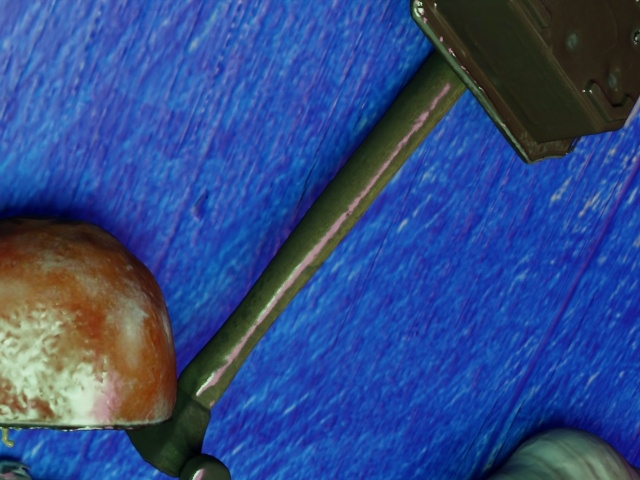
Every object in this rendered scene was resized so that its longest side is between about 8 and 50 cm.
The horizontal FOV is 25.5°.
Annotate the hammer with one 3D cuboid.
[{"bbox_3d":[0.000,0.000,1.128,0.440,0.168,0.044,-51,129,-4],"label":"hammer"}]

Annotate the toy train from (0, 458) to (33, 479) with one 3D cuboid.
[{"bbox_3d":[-0.327,0.297,1.121,0.299,0.131,0.202,-7,120,-22],"label":"toy train"}]

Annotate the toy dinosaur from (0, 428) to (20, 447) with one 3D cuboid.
[{"bbox_3d":[-0.255,0.146,1.137,0.113,0.026,0.041,-43,120,-11],"label":"toy dinosaur"}]

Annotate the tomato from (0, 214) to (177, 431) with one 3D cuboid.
[{"bbox_3d":[-0.209,0.059,1.039,0.214,0.181,0.155,4,93,-12],"label":"tomato"}]

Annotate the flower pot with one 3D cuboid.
[{"bbox_3d":[0.186,-0.182,1.105,0.251,0.084,0.179,46,66,-36],"label":"flower pot"}]

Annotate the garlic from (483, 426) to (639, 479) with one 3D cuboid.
[{"bbox_3d":[0.223,0.347,1.339,0.317,0.259,0.317,-14,125,-21],"label":"garlic"}]
